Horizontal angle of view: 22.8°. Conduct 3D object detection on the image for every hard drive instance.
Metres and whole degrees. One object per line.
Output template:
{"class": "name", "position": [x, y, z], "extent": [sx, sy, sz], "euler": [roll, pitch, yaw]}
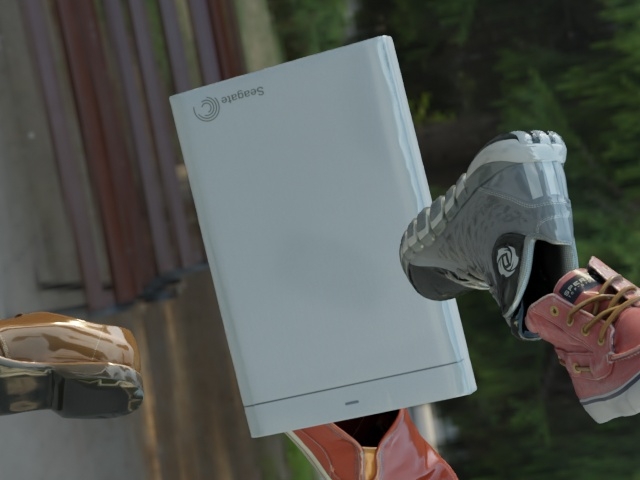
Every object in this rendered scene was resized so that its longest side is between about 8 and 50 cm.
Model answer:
{"class": "hard drive", "position": [0.000, 0.000, 1.562], "extent": [0.047, 0.233, 0.353], "euler": [-13, 89, -70]}

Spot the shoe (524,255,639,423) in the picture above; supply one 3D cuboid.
{"class": "shoe", "position": [0.162, 0.049, 0.877], "extent": [0.081, 0.063, 0.178], "euler": [52, -12, 7]}

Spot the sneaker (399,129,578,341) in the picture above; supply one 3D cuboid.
{"class": "sneaker", "position": [0.127, 0.026, 1.189], "extent": [0.229, 0.086, 0.132], "euler": [119, -37, -58]}

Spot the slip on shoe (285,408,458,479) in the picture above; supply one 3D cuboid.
{"class": "slip on shoe", "position": [0.056, 0.214, 1.714], "extent": [0.331, 0.101, 0.123], "euler": [47, 51, -28]}

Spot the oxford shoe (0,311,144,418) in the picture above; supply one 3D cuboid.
{"class": "oxford shoe", "position": [-0.244, 0.089, 1.232], "extent": [0.076, 0.212, 0.076], "euler": [117, -26, -46]}
